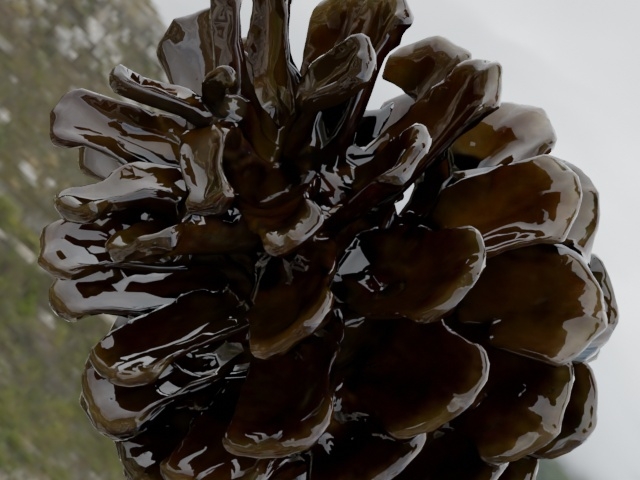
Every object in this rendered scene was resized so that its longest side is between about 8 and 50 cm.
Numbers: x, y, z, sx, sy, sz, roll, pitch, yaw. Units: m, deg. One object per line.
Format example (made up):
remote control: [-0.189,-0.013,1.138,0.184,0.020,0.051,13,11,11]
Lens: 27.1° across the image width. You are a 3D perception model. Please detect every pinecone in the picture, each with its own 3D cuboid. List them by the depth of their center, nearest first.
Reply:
pinecone: [-0.003,0.002,0.369,0.163,0.163,0.165,43,-11,43]
